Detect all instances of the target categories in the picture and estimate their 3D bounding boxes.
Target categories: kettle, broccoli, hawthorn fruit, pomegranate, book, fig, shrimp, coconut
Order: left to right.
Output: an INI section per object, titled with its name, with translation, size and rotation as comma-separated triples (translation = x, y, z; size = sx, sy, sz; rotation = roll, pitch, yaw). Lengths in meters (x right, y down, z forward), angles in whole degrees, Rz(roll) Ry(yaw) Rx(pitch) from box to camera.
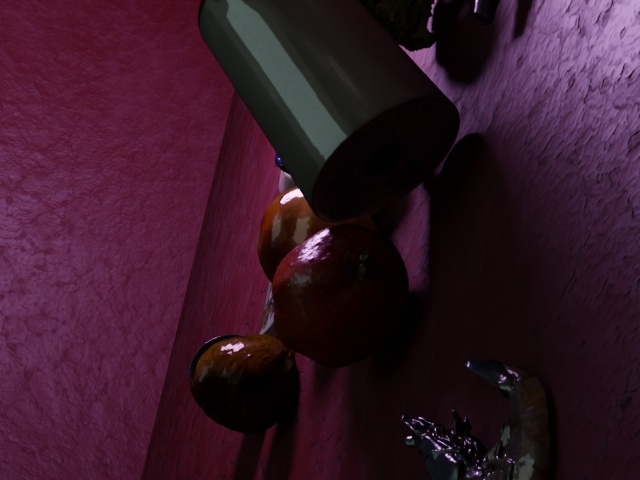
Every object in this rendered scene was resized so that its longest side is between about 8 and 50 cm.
[fig]
translation = -0.112, 0.213, 2.227
size = 0.290, 0.190, 0.190
rotation = -60, 8, -23
[book]
translation = -0.064, 0.073, 2.474
size = 0.264, 0.027, 0.202
rotation = 130, 154, -59
[coconut]
translation = -0.030, -0.134, 2.440
size = 0.110, 0.110, 0.124
rotation = -91, 17, -53
[pomegranate]
translation = -0.001, 0.006, 1.937
size = 0.209, 0.209, 0.209
rotation = -163, 90, -77
[kettle]
translation = 0.025, -0.237, 1.815
size = 0.250, 0.361, 0.377
rotation = -44, 63, 18
[hawthorn fruit]
translation = 0.036, 0.073, 1.721
size = 0.253, 0.205, 0.205
rotation = 139, 146, -65
[broccoli]
translation = 0.144, -0.440, 1.962
size = 0.254, 0.269, 0.269
rotation = 64, 163, -1
[shrimp]
translation = 0.170, 0.207, 1.289
size = 0.178, 0.075, 0.289
rotation = -63, 14, 7

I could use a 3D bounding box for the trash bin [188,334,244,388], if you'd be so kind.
[trash bin]
translation = -0.182, 0.298, 2.423
size = 0.161, 0.175, 0.176
rotation = 108, 174, -65

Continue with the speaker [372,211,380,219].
[speaker]
translation = 0.065, -0.074, 2.017
size = 0.218, 0.082, 0.044
rotation = 121, 166, -45

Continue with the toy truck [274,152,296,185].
[toy truck]
translation = 0.032, -0.181, 2.195
size = 0.177, 0.161, 0.213
rotation = -9, 62, 53

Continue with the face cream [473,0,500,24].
[face cream]
translation = 0.258, -0.436, 1.706
size = 0.078, 0.078, 0.274
rotation = 149, 137, -70
